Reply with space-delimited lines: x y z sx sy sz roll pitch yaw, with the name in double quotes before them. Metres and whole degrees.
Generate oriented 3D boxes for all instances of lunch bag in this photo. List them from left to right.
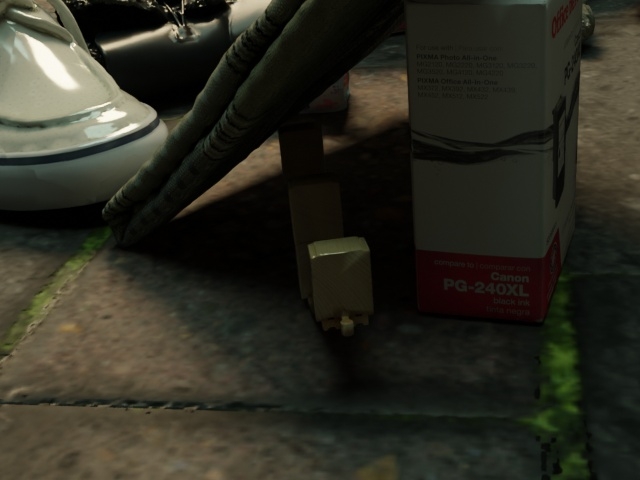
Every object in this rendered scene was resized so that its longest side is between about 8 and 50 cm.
"lunch bag" -0.015 -0.119 0.792 0.071 0.053 0.083 -1 15 3

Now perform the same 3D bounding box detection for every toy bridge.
"toy bridge" 0.000 0.000 0.516 0.026 0.063 0.188 -7 23 -4

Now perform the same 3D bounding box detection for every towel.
"towel" 0.034 -0.153 0.576 0.312 0.056 0.324 -45 4 -39

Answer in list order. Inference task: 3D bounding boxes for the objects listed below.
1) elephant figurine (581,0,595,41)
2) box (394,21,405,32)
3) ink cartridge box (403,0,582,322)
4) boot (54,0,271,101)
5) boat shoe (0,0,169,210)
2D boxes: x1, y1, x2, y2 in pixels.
"elephant figurine" 0.166 -0.268 0.983 0.186 0.169 0.239 -20 24 47
"box" 0.013 -0.312 0.986 0.127 0.232 0.148 -13 26 -15
"ink cartridge box" 0.085 -0.054 0.512 0.063 0.150 0.109 6 27 20
"boot" -0.120 -0.205 0.909 0.207 0.094 0.246 -11 44 -17
"boat shoe" -0.231 -0.133 0.734 0.136 0.156 0.367 -22 30 -33
